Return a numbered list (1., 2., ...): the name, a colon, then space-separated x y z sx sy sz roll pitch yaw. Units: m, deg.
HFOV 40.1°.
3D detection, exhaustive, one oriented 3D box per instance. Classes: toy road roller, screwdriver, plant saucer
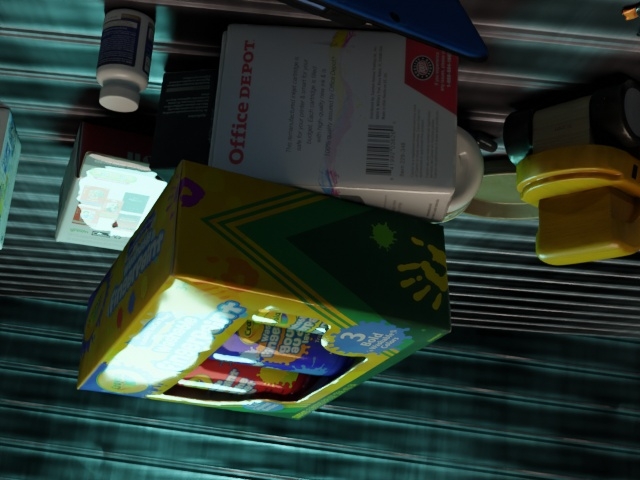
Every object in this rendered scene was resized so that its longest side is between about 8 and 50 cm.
1. toy road roller: 0.427 -0.072 1.317 0.330 0.240 0.202 18 160 -42
2. screwdriver: 0.225 -0.179 1.409 0.170 0.024 0.025 24 127 -36
3. plant saucer: 0.363 -0.095 1.641 0.278 0.041 0.278 4 166 1

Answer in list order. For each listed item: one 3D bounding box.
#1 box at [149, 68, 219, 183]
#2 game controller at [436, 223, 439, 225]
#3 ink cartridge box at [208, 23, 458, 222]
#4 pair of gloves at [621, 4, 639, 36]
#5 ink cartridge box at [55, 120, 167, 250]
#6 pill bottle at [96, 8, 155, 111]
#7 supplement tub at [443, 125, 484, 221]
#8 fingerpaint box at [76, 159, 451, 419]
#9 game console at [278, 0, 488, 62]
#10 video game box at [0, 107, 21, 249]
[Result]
1. box: -0.174 -0.150 1.320 0.093 0.158 0.156 -1 161 17
2. game controller: 0.114 -0.020 1.865 0.166 0.067 0.319 -26 -172 -42
3. ink cartridge box: 0.022 -0.152 1.152 0.306 0.226 0.131 4 163 4
4. pair of gloves: 0.406 -0.265 1.046 0.074 0.010 0.083 -6 160 37
5. ink cartridge box: -0.290 -0.096 1.569 0.309 0.130 0.272 10 145 -22
6. pill bottle: -0.252 -0.230 1.129 0.067 0.120 0.067 4 165 1
7. supplement tub: 0.184 -0.104 1.417 0.144 0.144 0.200 2 175 5
8. fingerpaint box: -0.098 0.103 1.217 0.371 0.163 0.445 14 149 -24
9. game console: -0.015 -0.251 0.893 0.293 0.173 0.250 13 162 -29
10. video game box: -0.567 -0.104 1.521 0.048 0.205 0.187 9 164 -13
